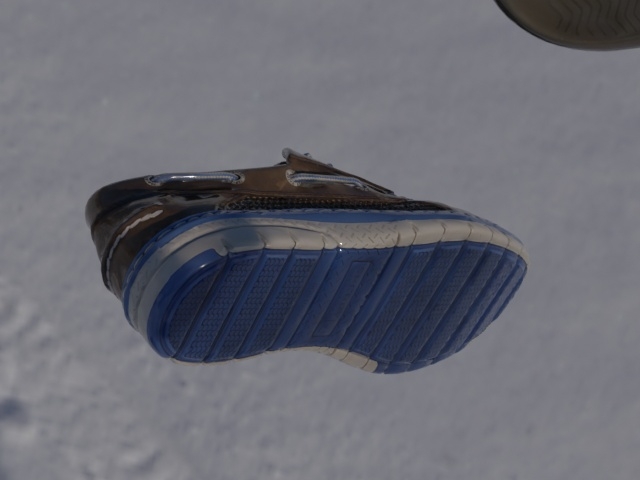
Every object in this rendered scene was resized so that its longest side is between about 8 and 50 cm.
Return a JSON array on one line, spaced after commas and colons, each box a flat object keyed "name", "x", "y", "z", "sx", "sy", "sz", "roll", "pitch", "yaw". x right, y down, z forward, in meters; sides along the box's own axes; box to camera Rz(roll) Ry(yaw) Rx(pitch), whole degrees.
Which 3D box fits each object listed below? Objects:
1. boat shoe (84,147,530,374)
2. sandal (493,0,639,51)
[{"name": "boat shoe", "x": 0.000, "y": 0.000, "z": 0.670, "sx": 0.183, "sy": 0.066, "sz": 0.066, "roll": 6, "pitch": 34, "yaw": -49}, {"name": "sandal", "x": 0.124, "y": -0.095, "z": 0.466, "sx": 0.219, "sy": 0.090, "sz": 0.060, "roll": -12, "pitch": 13, "yaw": 34}]
